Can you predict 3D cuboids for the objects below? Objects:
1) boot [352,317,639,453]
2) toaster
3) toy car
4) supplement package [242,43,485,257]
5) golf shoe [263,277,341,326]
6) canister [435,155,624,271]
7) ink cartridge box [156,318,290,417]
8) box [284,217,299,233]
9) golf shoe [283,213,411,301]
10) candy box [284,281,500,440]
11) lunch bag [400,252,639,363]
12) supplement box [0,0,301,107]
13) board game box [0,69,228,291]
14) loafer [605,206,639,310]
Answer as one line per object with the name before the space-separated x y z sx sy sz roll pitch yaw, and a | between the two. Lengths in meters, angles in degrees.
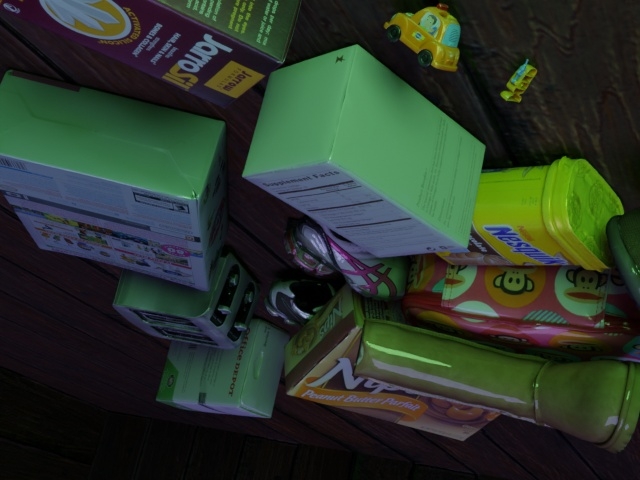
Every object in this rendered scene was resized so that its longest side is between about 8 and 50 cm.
boot | 0.169 0.141 0.967 0.269 0.089 0.236 15 166 3
toaster | -0.197 0.075 1.356 0.185 0.110 0.168 8 159 16
toy car | 0.105 -0.142 0.686 0.122 0.060 0.040 9 124 -41
supplement package | 0.041 -0.068 0.802 0.105 0.105 0.179 -7 152 45
golf shoe | 0.020 0.107 1.351 0.198 0.077 0.094 19 160 -17
canister | 0.181 -0.021 0.890 0.170 0.073 0.126 -1 156 40
ink cartridge box | -0.174 0.226 1.687 0.219 0.160 0.092 -3 156 40
box | 0.000 0.000 1.151 0.083 0.018 0.067 12 161 5
golf shoe | 0.054 0.014 1.072 0.186 0.067 0.086 22 132 -33
candy box | 0.128 0.177 1.334 0.316 0.087 0.183 20 133 -25
lunch bag | 0.253 0.078 1.065 0.293 0.120 0.258 7 164 23
supplement box | -0.118 -0.175 0.647 0.188 0.081 0.104 22 159 -23
board game box | -0.221 -0.053 1.041 0.224 0.097 0.303 15 159 0
loafer | 0.408 0.025 0.827 0.366 0.134 0.130 13 136 -27
